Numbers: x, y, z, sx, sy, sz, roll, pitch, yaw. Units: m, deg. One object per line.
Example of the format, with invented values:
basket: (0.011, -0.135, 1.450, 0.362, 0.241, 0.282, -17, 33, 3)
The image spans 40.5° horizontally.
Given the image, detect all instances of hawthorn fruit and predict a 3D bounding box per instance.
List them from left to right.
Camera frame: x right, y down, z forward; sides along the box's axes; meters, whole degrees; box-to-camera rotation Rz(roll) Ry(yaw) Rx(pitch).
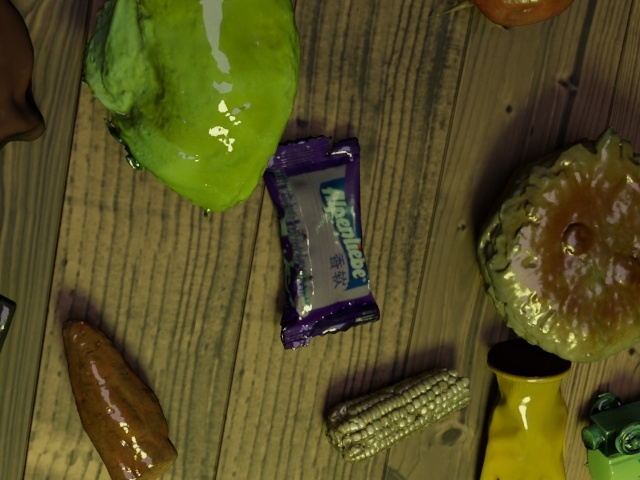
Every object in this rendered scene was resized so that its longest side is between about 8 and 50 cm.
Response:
hawthorn fruit: (0.254, -0.339, 1.130, 0.149, 0.149, 0.189, 44, 84, -18)

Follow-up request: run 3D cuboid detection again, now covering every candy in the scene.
candy: (0.000, 0.000, 1.146, 0.145, 0.070, 0.275, -11, 97, -22)

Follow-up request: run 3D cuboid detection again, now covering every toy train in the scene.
toy train: (0.524, 0.304, 1.344, 0.253, 0.105, 0.157, -15, 116, -13)

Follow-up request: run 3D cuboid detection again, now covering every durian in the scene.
durian: (-0.139, -0.198, 0.973, 0.256, 0.204, 0.339, 30, 126, -6)

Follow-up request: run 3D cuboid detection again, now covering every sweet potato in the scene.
sweet potato: (-0.255, 0.207, 1.088, 0.097, 0.097, 0.251, -24, 106, -12)

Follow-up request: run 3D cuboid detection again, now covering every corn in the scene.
corn: (0.107, 0.240, 1.215, 0.211, 0.087, 0.087, -21, 104, -20)

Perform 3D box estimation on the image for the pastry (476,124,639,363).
pastry: (0.362, 0.012, 1.218, 0.330, 0.136, 0.329, -1, 95, -14)

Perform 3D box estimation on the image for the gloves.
gloves: (0.300, 0.305, 1.284, 0.133, 0.116, 0.294, 2, 109, 10)

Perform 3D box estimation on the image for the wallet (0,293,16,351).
wallet: (-0.462, 0.192, 1.010, 0.170, 0.044, 0.321, 20, 94, 24)

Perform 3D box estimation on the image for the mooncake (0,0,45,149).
mooncake: (-0.465, -0.137, 0.929, 0.326, 0.174, 0.334, -14, 101, -17)
